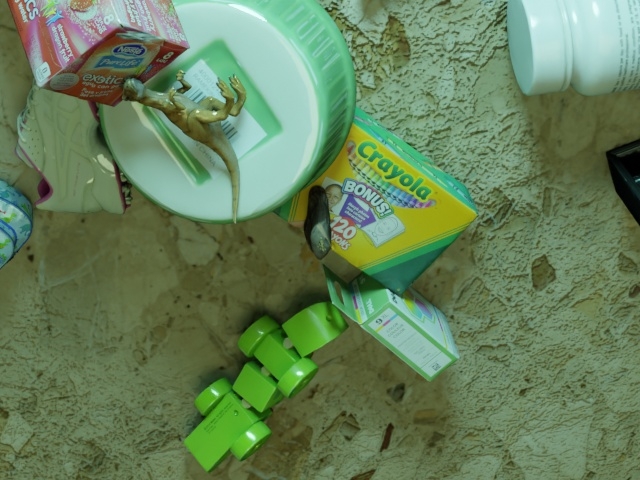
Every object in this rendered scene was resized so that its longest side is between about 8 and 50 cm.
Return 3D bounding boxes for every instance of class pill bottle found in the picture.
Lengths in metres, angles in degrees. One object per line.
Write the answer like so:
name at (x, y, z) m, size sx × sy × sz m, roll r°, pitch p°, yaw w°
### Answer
pill bottle at (0.385, -0.267, 1.414) m, size 0.283 × 0.160 × 0.160 m, roll -10°, pitch 122°, yaw -2°

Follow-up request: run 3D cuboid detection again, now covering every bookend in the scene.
bookend at (0.491, -0.083, 1.544) m, size 0.156 × 0.157 × 0.072 m, roll -20°, pitch 122°, yaw 6°

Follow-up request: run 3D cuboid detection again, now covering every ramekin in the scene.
ramekin at (-0.115, -0.166, 1.363) m, size 0.303 × 0.148 × 0.303 m, roll 3°, pitch 110°, yaw 8°

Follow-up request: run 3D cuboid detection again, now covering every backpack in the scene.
backpack at (-0.438, -0.015, 1.503) m, size 0.105 × 0.084 × 0.114 m, roll 37°, pitch 108°, yaw -28°

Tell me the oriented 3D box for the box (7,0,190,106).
box at (-0.260, -0.290, 1.238) m, size 0.128 × 0.257 × 0.122 m, roll -32°, pitch 161°, yaw 26°

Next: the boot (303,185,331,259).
boot at (0.000, 0.000, 1.456) m, size 0.037 × 0.114 × 0.106 m, roll -8°, pitch 122°, yaw -2°

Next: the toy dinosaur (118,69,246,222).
toy dinosaur at (-0.128, -0.129, 1.271) m, size 0.112 × 0.064 × 0.211 m, roll -37°, pitch 120°, yaw 21°

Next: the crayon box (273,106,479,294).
crayon box at (0.055, -0.067, 1.539) m, size 0.278 × 0.081 × 0.165 m, roll 33°, pitch 112°, yaw -24°

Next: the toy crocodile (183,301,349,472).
toy crocodile at (-0.088, 0.218, 1.690) m, size 0.115 × 0.105 × 0.340 m, roll 44°, pitch 114°, yaw 16°

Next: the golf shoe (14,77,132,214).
golf shoe at (-0.326, -0.157, 1.417) m, size 0.140 × 0.115 × 0.306 m, roll -8°, pitch 121°, yaw 1°

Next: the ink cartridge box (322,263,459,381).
ink cartridge box at (0.102, 0.100, 1.633) m, size 0.062 × 0.109 × 0.209 m, roll -42°, pitch 117°, yaw 17°
